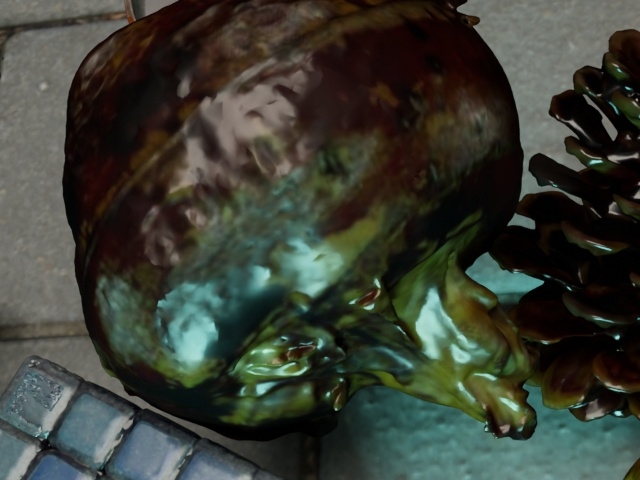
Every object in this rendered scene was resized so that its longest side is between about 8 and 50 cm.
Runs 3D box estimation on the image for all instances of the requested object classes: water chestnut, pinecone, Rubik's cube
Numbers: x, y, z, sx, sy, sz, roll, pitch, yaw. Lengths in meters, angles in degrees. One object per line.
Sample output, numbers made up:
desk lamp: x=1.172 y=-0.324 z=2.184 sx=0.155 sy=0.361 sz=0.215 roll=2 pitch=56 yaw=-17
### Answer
water chestnut: x=0.000 y=0.000 z=0.835 sx=0.335 sy=0.335 sz=0.347 roll=-35 pitch=76 yaw=-4
pinecone: x=0.232 y=-0.019 z=0.901 sx=0.246 sy=0.292 sz=0.246 roll=1 pitch=33 yaw=0
Rubik's cube: x=-0.122 y=0.249 z=0.883 sx=0.237 sy=0.238 sz=0.237 roll=22 pitch=71 yaw=24

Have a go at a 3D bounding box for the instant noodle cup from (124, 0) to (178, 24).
instant noodle cup: x=-0.036 y=-0.168 z=1.104 sx=0.250 sy=0.192 sz=0.250 roll=-7 pitch=61 yaw=12

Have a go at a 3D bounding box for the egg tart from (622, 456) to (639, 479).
egg tart: x=0.255 y=0.236 z=0.819 sx=0.147 sy=0.202 sz=0.202 roll=4 pitch=63 yaw=3
